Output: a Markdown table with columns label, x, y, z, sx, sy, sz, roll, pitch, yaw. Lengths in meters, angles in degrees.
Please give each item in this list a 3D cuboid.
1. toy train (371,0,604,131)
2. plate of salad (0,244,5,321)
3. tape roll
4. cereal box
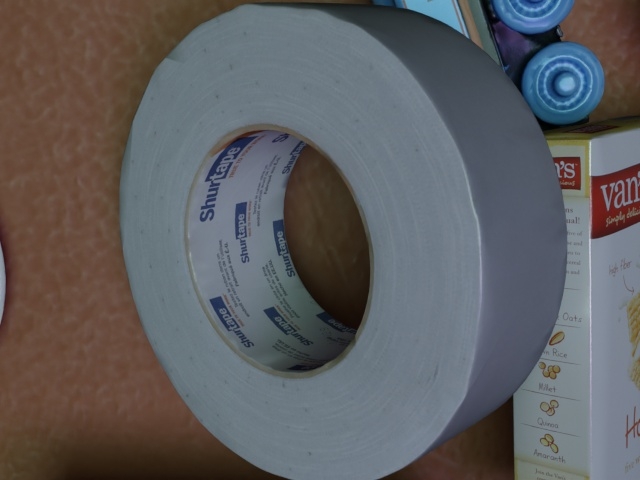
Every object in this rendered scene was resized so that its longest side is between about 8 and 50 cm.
| label | x | y | z | sx | sy | sz | roll | pitch | yaw |
| --- | --- | --- | --- | --- | --- | --- | --- | --- | --- |
| toy train | 0.077 | -0.118 | 0.468 | 0.105 | 0.080 | 0.184 | -20 | 100 | 6 |
| plate of salad | -0.277 | 0.021 | 0.486 | 0.200 | 0.048 | 0.199 | 0 | 100 | -3 |
| tape roll | 0.000 | 0.000 | 0.419 | 0.219 | 0.072 | 0.219 | 12 | 108 | 39 |
| cereal box | 0.159 | 0.057 | 0.459 | 0.047 | 0.173 | 0.240 | 7 | 105 | 41 |
